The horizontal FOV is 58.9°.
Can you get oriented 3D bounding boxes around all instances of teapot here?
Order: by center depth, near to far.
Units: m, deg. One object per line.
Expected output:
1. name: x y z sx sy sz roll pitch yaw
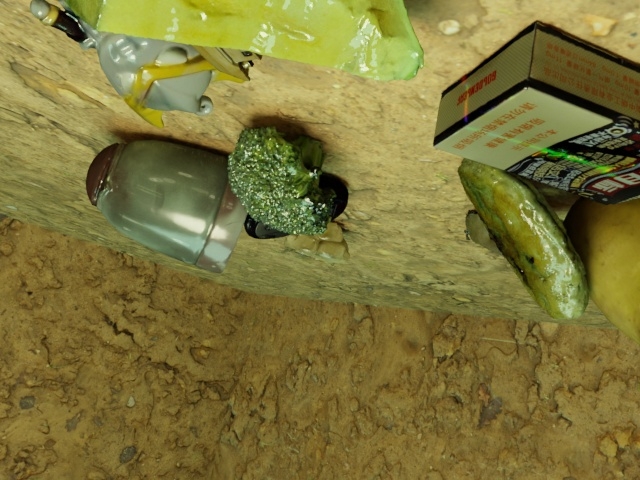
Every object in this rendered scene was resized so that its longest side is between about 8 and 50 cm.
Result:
1. teapot: -0.314 -0.103 1.184 0.312 0.233 0.315 21 -167 -14

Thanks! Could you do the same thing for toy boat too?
1. toy boat: -0.120 -0.252 0.641 0.077 0.057 0.200 0 163 23

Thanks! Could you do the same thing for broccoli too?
1. broccoli: -0.058 -0.101 0.998 0.226 0.176 0.198 7 -171 -32

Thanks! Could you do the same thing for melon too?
1. melon: -0.052 -0.229 0.518 0.323 0.124 0.196 7 155 -30

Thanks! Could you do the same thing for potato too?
1. potato: 0.492 0.046 0.850 0.296 0.290 0.397 28 -150 25

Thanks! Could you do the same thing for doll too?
1. doll: -0.213 -0.240 0.684 0.103 0.145 0.316 42 178 31

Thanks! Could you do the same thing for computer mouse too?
1. computer mouse: -0.056 -0.079 1.195 0.233 0.096 0.137 -15 161 -20

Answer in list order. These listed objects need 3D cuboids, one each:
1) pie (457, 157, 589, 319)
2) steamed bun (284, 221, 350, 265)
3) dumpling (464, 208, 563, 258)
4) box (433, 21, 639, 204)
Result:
1. pie: 0.320 -0.013 0.932 0.070 0.323 0.323 -34 160 4
2. steamed bun: 0.000 0.000 1.565 0.192 0.106 0.177 16 174 16
3. dumpling: 0.414 -0.020 1.143 0.332 0.086 0.166 32 147 54
4. box: 0.324 -0.140 0.710 0.310 0.084 0.198 15 167 -16
